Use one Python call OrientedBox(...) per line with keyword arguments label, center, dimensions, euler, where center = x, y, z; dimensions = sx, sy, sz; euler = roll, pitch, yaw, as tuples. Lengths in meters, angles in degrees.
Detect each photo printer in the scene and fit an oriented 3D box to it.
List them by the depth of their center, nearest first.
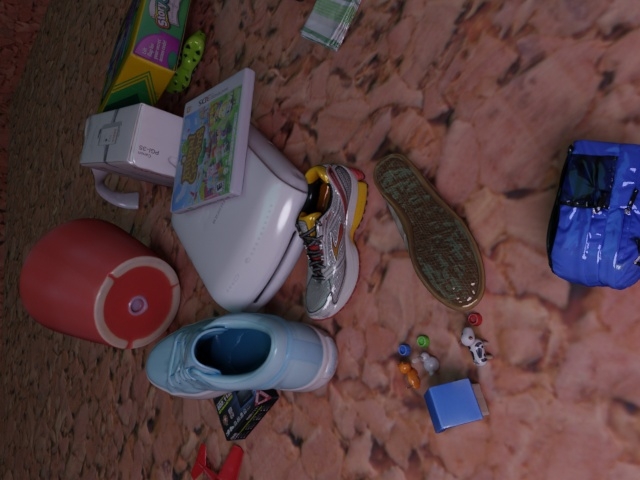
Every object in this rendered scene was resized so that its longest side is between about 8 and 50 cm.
OrientedBox(label="photo printer", center=(-0.133, -0.044, 0.882), dimensions=(0.307, 0.107, 0.256), euler=(49, 117, 43))

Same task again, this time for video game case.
OrientedBox(label="video game case", center=(-0.184, -0.160, 0.870), dimensions=(0.193, 0.023, 0.212), euler=(-10, 71, 46))

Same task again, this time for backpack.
OrientedBox(label="backpack", center=(0.253, -0.016, 0.447), dimensions=(0.101, 0.098, 0.120), euler=(17, 93, 45))

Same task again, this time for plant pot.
OrientedBox(label="plant pot", center=(-0.450, 0.103, 1.108), dimensions=(0.243, 0.275, 0.274), euler=(15, 93, 38))

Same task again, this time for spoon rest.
OrientedBox(label="spoon rest", center=(-0.513, -0.174, 1.242), dimensions=(0.276, 0.084, 0.137), euler=(88, 172, -54))

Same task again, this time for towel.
OrientedBox(label="towel", center=(0.025, -0.396, 0.849), dimensions=(0.113, 0.023, 0.152), euler=(43, 113, 44))

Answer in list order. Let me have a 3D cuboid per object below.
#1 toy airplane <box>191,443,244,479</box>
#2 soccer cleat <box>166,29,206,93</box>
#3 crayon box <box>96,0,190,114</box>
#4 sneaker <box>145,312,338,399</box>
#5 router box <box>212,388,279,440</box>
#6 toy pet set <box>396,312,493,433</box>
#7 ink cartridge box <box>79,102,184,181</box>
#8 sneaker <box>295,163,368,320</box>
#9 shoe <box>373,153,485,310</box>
OrientedBox(label="toy airplane", center=(-0.180, 0.407, 0.891), dimensions=(0.151, 0.028, 0.151), euler=(-16, 68, 45))
OrientedBox(label="soccer cleat", center=(-0.317, -0.417, 1.223), dimensions=(0.179, 0.060, 0.072), euler=(-37, 31, 42))
OrientedBox(label="crayon box", center=(-0.418, -0.463, 1.240), dimensions=(0.313, 0.106, 0.362), euler=(-30, 50, 47))
OrientedBox(label="sneaker", center=(-0.162, 0.163, 0.782), dimensions=(0.366, 0.150, 0.135), euler=(-14, 60, 31))
OrientedBox(label="router box", center=(-0.127, 0.257, 0.858), dimensions=(0.122, 0.038, 0.092), euler=(-54, 46, 25))
OrientedBox(label="toy pet set", center=(0.128, 0.150, 0.574), dimensions=(0.122, 0.065, 0.114), euler=(-37, 55, 38))
OrientedBox(label="ink cartridge box", center=(-0.339, -0.183, 1.071), dimensions=(0.283, 0.207, 0.117), euler=(9, 86, 48))
OrientedBox(label="sneaker", center=(0.000, 0.000, 0.733), dimensions=(0.088, 0.093, 0.225), euler=(-2, 80, 48))
OrientedBox(label="shoe", center=(0.134, -0.013, 0.621), dimensions=(0.077, 0.058, 0.219), euler=(-32, 60, 16))
